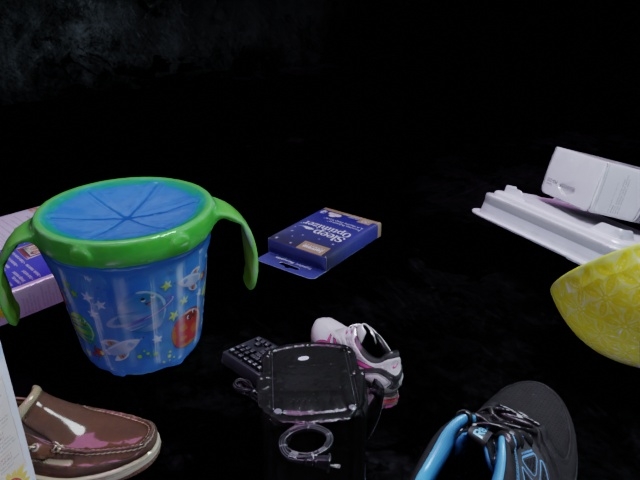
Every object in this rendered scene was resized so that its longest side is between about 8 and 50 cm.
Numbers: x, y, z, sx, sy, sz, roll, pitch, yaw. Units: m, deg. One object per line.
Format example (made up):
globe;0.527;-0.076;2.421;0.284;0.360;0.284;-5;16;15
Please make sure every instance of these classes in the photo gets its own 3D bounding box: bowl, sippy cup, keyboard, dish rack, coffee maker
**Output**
bowl;0.467;0.101;0.844;0.289;0.289;0.156;-6;69;-12
sippy cup;-0.257;0.054;0.896;0.305;0.224;0.240;8;26;15
keyboard;-0.059;0.183;0.862;0.180;0.023;0.108;22;33;39
dish rack;0.468;-0.020;1.142;0.285;0.072;0.333;3;19;-35
coffee maker;-0.013;0.214;0.616;0.120;0.178;0.171;6;24;18

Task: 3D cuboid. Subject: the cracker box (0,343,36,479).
cracker box;-0.348;0.203;0.577;0.067;0.232;0.156;10;27;19

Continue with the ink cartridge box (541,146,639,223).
ink cartridge box;0.533;-0.090;1.145;0.217;0.092;0.158;9;15;-16

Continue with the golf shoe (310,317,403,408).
golf shoe;0.051;0.142;0.869;0.067;0.086;0.186;-4;23;-33

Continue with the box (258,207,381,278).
box;0.000;0.000;1.228;0.136;0.037;0.225;17;32;32

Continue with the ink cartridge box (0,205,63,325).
ink cartridge box;-0.552;0.044;1.102;0.307;0.072;0.303;-25;36;-38

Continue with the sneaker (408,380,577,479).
sneaker;0.181;0.224;0.643;0.125;0.140;0.341;14;28;31

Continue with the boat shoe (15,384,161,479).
boat shoe;-0.311;0.212;0.714;0.257;0.095;0.095;-1;26;-3
